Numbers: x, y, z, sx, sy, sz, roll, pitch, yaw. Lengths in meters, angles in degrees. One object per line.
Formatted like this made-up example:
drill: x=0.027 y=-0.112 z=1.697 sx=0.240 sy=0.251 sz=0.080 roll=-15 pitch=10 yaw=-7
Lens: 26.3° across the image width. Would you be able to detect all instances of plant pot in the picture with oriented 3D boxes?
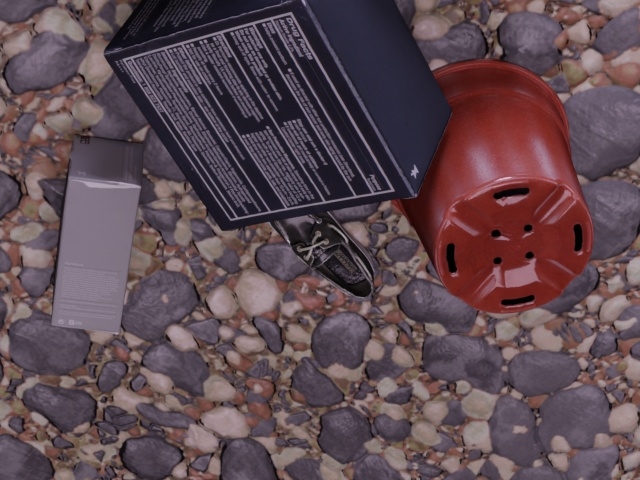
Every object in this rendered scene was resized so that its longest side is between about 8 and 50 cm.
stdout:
plant pot: x=0.223 y=-0.059 z=1.778 sx=0.272 sy=0.265 sz=0.272 roll=-3 pitch=121 yaw=-5

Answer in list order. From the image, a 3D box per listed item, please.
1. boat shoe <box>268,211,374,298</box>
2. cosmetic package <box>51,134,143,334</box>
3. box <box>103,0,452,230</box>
boat shoe: x=0.000 y=0.000 z=1.903 sx=0.078 sy=0.070 sz=0.219 roll=-41 pitch=117 yaw=18
cosmetic package: x=-0.300 y=-0.009 z=1.831 sx=0.107 sy=0.127 sz=0.238 roll=9 pitch=122 yaw=-12
box: x=-0.043 y=-0.190 z=1.655 sx=0.294 sy=0.182 sz=0.296 roll=-8 pitch=128 yaw=34
